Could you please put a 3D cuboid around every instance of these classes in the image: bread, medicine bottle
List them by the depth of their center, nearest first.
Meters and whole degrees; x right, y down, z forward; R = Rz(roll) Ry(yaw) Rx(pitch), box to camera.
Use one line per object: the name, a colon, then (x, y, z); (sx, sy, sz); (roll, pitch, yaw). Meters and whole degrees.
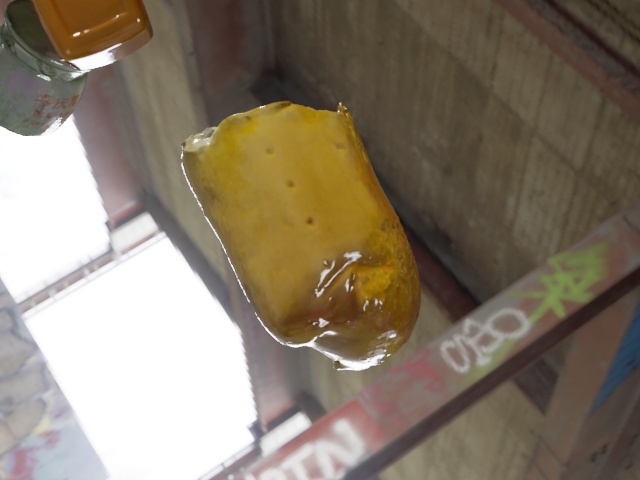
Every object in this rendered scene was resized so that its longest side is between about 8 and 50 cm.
medicine bottle: (-0.270, -0.282, 1.248); (0.222, 0.112, 0.149); (-147, -147, -82)
medicine bottle: (-0.387, -0.236, 1.459); (0.147, 0.147, 0.143); (52, -58, 18)
bread: (0.000, 0.000, 1.563); (0.394, 0.250, 0.361); (62, 1, 13)
